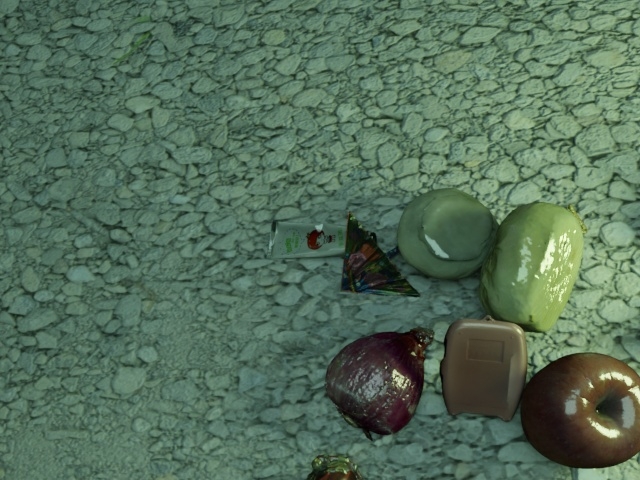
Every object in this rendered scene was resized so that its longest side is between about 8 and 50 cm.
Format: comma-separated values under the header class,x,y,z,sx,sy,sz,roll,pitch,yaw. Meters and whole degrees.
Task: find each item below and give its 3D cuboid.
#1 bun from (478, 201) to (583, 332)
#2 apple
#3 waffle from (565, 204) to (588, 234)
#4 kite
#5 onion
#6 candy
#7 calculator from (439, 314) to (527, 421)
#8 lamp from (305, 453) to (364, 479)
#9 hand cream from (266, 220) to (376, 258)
class,x,y,z,sx,sy,sz,roll,pitch,yaw
bun,0.533,0.075,1.798,0.213,0.361,0.361,19,76,36
apple,0.649,0.420,1.697,0.306,0.235,0.305,2,77,-8
waffle,0.671,-0.029,1.958,0.153,0.023,0.097,-29,68,2
kite,0.140,0.075,1.994,0.234,0.016,0.321,-39,92,21
onion,0.173,0.350,1.862,0.267,0.159,0.348,37,83,16
candy,0.352,-0.015,1.931,0.296,0.185,0.295,4,59,-6
calculator,0.416,0.333,1.765,0.220,0.048,0.329,3,117,13
lamp,0.029,0.678,1.786,0.215,0.151,0.223,-39,71,1
hand cream,0.000,0.000,2.066,0.336,0.076,0.121,1,71,18
